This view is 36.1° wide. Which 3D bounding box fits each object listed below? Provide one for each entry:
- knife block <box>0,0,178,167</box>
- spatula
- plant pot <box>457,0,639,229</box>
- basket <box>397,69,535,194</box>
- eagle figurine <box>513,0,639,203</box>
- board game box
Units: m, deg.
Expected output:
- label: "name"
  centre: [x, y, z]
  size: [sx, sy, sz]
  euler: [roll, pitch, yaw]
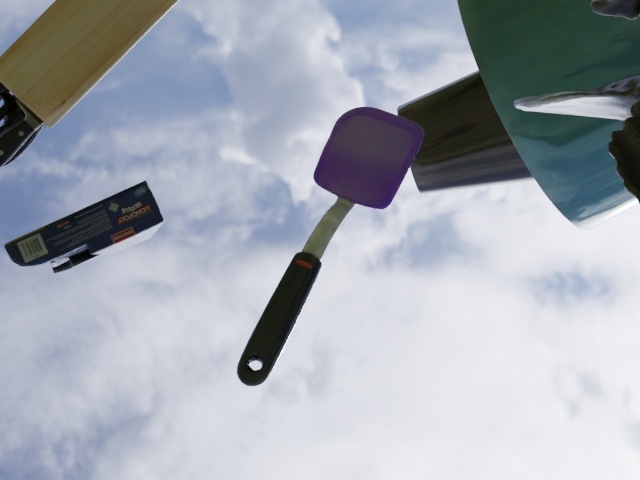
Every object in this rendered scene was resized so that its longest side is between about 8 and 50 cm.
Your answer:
- label: "knife block"
  centre: [-0.283, -0.181, 1.035]
  size: [0.088, 0.276, 0.242]
  euler: [45, -129, -17]
- label: "spatula"
  centre: [0.000, 0.000, 0.872]
  size: [0.084, 0.030, 0.296]
  euler: [23, -118, 12]
- label: "plant pot"
  centre: [0.297, -0.186, 0.899]
  size: [0.235, 0.293, 0.293]
  euler: [-24, -134, 27]
- label: "basket"
  centre: [0.229, -0.153, 1.329]
  size: [0.227, 0.204, 0.154]
  euler: [-14, -148, 11]
- label: "eagle figurine"
  centre: [0.255, -0.066, 0.502]
  size: [0.226, 0.225, 0.298]
  euler: [-27, -109, -2]
- label: "board game box"
  centre: [-0.295, -0.009, 1.303]
  size: [0.194, 0.194, 0.060]
  euler: [-24, -90, -2]
